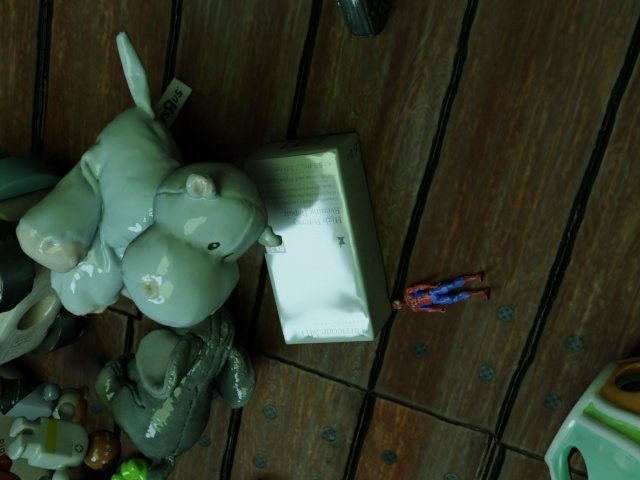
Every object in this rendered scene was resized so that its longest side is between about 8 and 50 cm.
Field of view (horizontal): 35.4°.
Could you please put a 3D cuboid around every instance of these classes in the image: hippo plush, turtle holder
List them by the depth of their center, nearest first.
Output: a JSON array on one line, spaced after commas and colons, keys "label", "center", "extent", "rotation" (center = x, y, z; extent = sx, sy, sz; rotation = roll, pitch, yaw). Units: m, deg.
[{"label": "turtle holder", "center": [0.365, 0.258, 1.067], "extent": [0.227, 0.243, 0.320], "rotation": [34, 161, 20]}, {"label": "hippo plush", "center": [-0.148, -0.020, 1.089], "extent": [0.236, 0.234, 0.294], "rotation": [24, 82, 35]}]

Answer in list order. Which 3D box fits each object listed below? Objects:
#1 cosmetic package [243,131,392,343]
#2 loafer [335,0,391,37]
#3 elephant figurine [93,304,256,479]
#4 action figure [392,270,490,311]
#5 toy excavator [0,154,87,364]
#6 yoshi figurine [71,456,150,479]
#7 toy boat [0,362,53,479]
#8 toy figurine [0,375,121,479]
[{"label": "cosmetic package", "center": [0.000, 0.000, 1.148], "extent": [0.117, 0.085, 0.231], "rotation": [-5, 109, 23]}, {"label": "loafer", "center": [0.015, -0.314, 1.016], "extent": [0.078, 0.076, 0.223], "rotation": [-3, 113, 36]}, {"label": "elephant figurine", "center": [-0.161, 0.143, 1.218], "extent": [0.186, 0.169, 0.239], "rotation": [46, 124, 3]}, {"label": "action figure", "center": [0.136, 0.063, 1.158], "extent": [0.115, 0.030, 0.038], "rotation": [-14, 112, 27]}, {"label": "toy excavator", "center": [-0.525, 0.003, 1.298], "extent": [0.445, 0.222, 0.433], "rotation": [44, 121, 13]}, {"label": "yoshi figurine", "center": [-0.250, 0.408, 1.369], "extent": [0.362, 0.203, 0.203], "rotation": [-4, 95, 24]}, {"label": "toy boat", "center": [-0.485, 0.274, 1.431], "extent": [0.151, 0.151, 0.231], "rotation": [17, 121, 46]}, {"label": "toy figurine", "center": [-0.348, 0.288, 1.248], "extent": [0.148, 0.213, 0.210], "rotation": [19, 93, -33]}]
